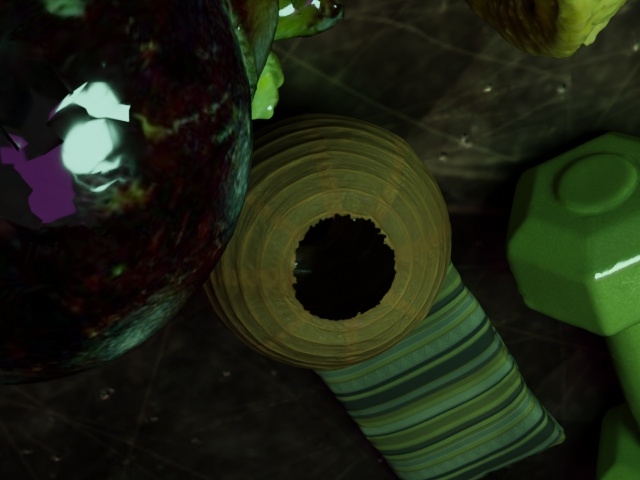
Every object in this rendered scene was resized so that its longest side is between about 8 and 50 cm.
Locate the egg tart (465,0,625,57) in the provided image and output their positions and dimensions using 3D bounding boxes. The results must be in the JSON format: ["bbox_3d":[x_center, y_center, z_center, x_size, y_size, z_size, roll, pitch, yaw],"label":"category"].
[{"bbox_3d":[0.100,-0.196,0.602,0.147,0.202,0.203,-35,129,-7],"label":"egg tart"}]

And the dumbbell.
[{"bbox_3d":[0.201,0.072,0.870,0.108,0.121,0.302,-6,133,24],"label":"dumbbell"}]

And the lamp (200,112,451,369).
[{"bbox_3d":[0.000,0.000,0.743,0.136,0.136,0.136,-8,128,-11],"label":"lamp"}]

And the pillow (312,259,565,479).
[{"bbox_3d":[0.066,0.086,0.886,0.113,0.038,0.203,-28,128,9],"label":"pillow"}]

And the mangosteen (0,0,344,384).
[{"bbox_3d":[-0.104,-0.063,0.627,0.289,0.231,0.231,-16,135,-40],"label":"mangosteen"}]
